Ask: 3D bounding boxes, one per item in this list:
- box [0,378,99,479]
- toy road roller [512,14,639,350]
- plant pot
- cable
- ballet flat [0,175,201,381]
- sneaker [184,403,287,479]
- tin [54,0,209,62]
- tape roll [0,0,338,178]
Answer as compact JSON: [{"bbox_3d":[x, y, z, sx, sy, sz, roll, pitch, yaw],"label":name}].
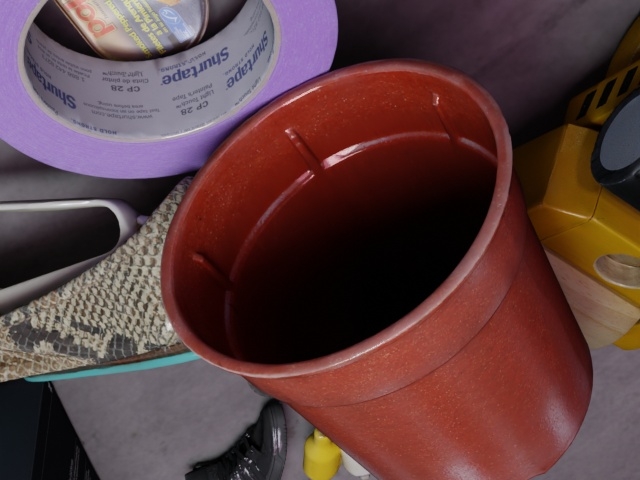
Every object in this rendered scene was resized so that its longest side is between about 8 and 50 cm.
[{"bbox_3d":[-0.257,0.264,1.361,0.103,0.261,0.184,-16,118,4],"label":"box"},{"bbox_3d":[0.282,-0.068,1.293,0.202,0.240,0.329,31,149,-20],"label":"toy road roller"},{"bbox_3d":[0.066,0.052,1.169,0.272,0.272,0.265,-29,133,11],"label":"plant pot"},{"bbox_3d":[0.023,0.139,1.363,0.139,0.072,0.287,-27,155,1],"label":"cable"},{"bbox_3d":[-0.277,0.062,1.306,0.483,0.164,0.182,-20,100,19],"label":"ballet flat"},{"bbox_3d":[-0.085,0.225,1.475,0.089,0.051,0.170,3,122,-12],"label":"sneaker"},{"bbox_3d":[-0.165,-0.219,1.232,0.106,0.040,0.189,-33,117,8],"label":"tin"},{"bbox_3d":[-0.129,-0.167,1.152,0.275,0.090,0.274,-9,143,-7],"label":"tape roll"}]
